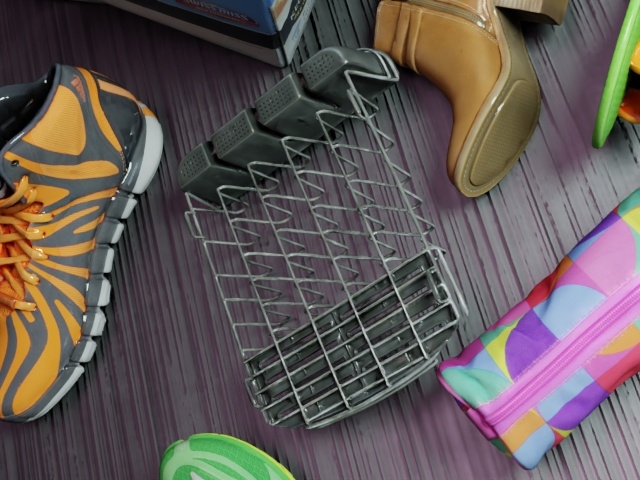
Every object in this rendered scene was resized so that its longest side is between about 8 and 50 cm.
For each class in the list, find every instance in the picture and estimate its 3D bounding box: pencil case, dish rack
[{"bbox_3d":[0.188,0.045,0.625,0.236,0.104,0.104,-46,60,11],"label":"pencil case"},{"bbox_3d":[0.000,0.000,0.741,0.208,0.074,0.271,-34,66,28],"label":"dish rack"}]

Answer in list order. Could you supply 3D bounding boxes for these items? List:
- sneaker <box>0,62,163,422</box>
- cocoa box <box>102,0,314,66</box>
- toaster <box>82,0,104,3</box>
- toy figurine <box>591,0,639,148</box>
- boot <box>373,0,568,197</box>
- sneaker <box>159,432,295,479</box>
[{"bbox_3d":[-0.266,-0.006,0.829,0.125,0.180,0.321,12,80,30],"label":"sneaker"},{"bbox_3d":[-0.154,-0.327,0.769,0.347,0.228,0.231,21,85,4],"label":"cocoa box"},{"bbox_3d":[-0.273,-0.347,0.976,0.168,0.110,0.185,14,82,29],"label":"toaster"},{"bbox_3d":[0.285,-0.121,0.642,0.159,0.130,0.173,17,58,17],"label":"toy figurine"},{"bbox_3d":[0.100,-0.139,0.754,0.152,0.073,0.197,18,85,38],"label":"boot"},{"bbox_3d":[-0.046,0.264,0.668,0.109,0.123,0.295,-34,62,15],"label":"sneaker"}]
